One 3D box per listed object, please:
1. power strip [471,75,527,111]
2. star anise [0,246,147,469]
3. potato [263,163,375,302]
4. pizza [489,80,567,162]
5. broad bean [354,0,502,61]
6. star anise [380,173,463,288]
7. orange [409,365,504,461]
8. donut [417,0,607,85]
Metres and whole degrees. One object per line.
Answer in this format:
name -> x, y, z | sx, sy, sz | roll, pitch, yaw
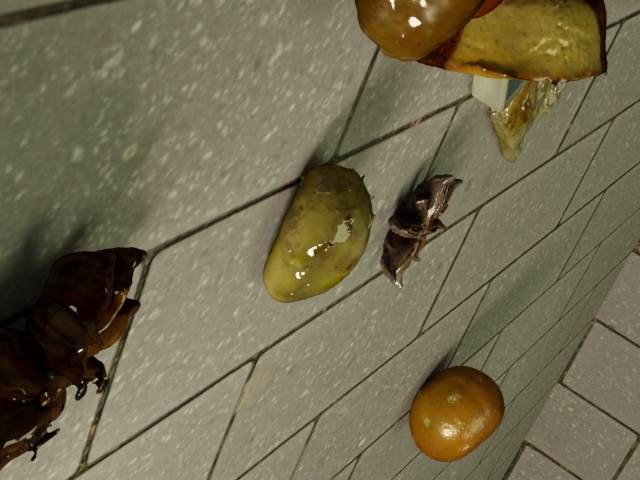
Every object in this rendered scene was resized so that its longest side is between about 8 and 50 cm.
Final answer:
power strip -> 0.190, -0.252, 1.144 | 0.106, 0.043, 0.367 | -50, 161, -19
star anise -> -0.177, 0.088, 0.737 | 0.177, 0.073, 0.234 | -60, 179, 37
potato -> 0.000, 0.000, 1.049 | 0.091, 0.070, 0.138 | -34, 152, -46
pizza -> 0.248, -0.170, 1.439 | 0.181, 0.034, 0.262 | -48, 160, -25
broad bean -> 0.085, -0.226, 0.814 | 0.156, 0.122, 0.228 | -74, -170, -54
star anise -> 0.098, -0.013, 1.313 | 0.141, 0.042, 0.141 | -50, 159, -27
orange -> 0.204, 0.262, 1.913 | 0.156, 0.124, 0.156 | -36, 167, -10
donut -> 0.155, -0.176, 1.021 | 0.184, 0.166, 0.073 | -17, 121, -48
